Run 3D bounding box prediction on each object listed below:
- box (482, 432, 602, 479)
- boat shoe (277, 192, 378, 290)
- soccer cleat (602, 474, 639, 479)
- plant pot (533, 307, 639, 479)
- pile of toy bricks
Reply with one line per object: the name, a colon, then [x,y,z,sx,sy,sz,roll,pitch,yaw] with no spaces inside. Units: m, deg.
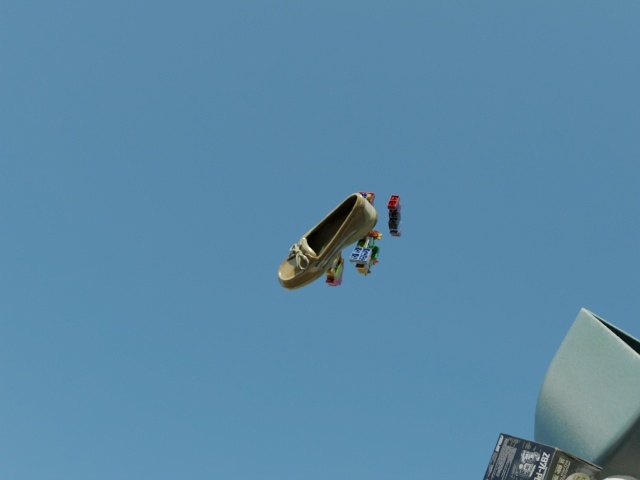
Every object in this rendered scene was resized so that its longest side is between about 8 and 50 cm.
box: [0.274,0.361,1.139,0.077,0.147,0.180,27,-102,-13]
boat shoe: [0.001,0.001,1.066,0.153,0.056,0.048,-37,-42,10]
soccer cleat: [0.345,0.357,0.745,0.331,0.143,0.116,42,-26,14]
plant pot: [0.519,0.315,1.477,0.247,0.248,0.252,29,-78,-28]
pile of toy bricks: [0.086,0.010,1.580,0.118,0.212,0.105,7,-45,20]
